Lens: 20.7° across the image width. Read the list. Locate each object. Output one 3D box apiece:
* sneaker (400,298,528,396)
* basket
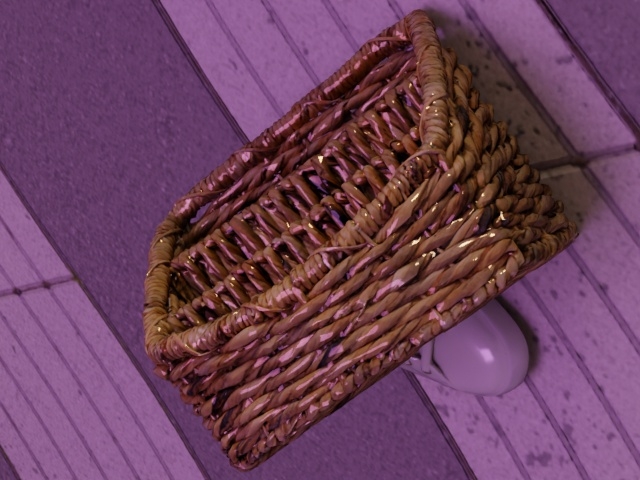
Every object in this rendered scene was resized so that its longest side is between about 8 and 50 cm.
[{"bbox_3d":[0.033,0.068,1.463,0.290,0.123,0.106,26,129,34],"label":"sneaker"},{"bbox_3d":[0.000,0.000,1.298,0.299,0.213,0.223,-36,85,22],"label":"basket"}]
